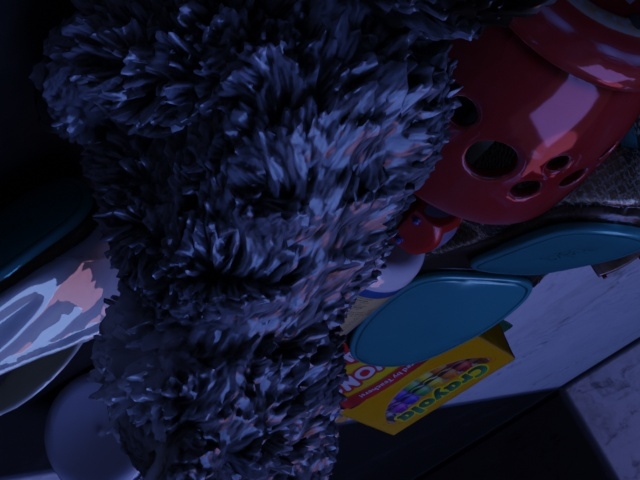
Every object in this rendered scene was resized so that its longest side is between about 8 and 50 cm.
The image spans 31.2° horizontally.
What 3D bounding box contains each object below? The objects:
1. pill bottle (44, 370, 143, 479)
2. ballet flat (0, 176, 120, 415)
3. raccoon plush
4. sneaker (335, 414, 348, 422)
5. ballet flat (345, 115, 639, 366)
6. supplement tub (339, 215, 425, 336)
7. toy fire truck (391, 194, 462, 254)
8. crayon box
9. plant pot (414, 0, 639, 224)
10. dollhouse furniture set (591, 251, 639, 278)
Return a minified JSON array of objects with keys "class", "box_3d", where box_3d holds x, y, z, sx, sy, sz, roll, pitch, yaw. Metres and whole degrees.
[{"class":"pill bottle","box_3d":[-0.193,0.220,1.280,0.130,0.130,0.245,-32,161,8]},{"class":"ballet flat","box_3d":[-0.298,0.103,0.796,0.400,0.139,0.139,-29,161,-7]},{"class":"raccoon plush","box_3d":[0.000,0.000,0.593,0.216,0.299,0.446,-7,172,-32]},{"class":"sneaker","box_3d":[0.046,0.171,1.573,0.131,0.112,0.296,-55,154,10]},{"class":"ballet flat","box_3d":[0.151,-0.020,1.057,0.164,0.182,0.483,7,159,-19]},{"class":"supplement tub","box_3d":[-0.020,0.026,1.007,0.144,0.144,0.199,-6,151,-48]},{"class":"toy fire truck","box_3d":[0.016,-0.046,0.887,0.135,0.192,0.047,-50,180,-42]},{"class":"crayon box","box_3d":[0.095,0.134,1.391,0.202,0.081,0.318,-37,141,22]},{"class":"plant pot","box_3d":[0.130,-0.130,0.738,0.191,0.191,0.174,-16,161,-33]},{"class":"dollhouse furniture set","box_3d":[0.284,-0.010,1.361,0.183,0.129,0.129,-27,161,-4]}]
